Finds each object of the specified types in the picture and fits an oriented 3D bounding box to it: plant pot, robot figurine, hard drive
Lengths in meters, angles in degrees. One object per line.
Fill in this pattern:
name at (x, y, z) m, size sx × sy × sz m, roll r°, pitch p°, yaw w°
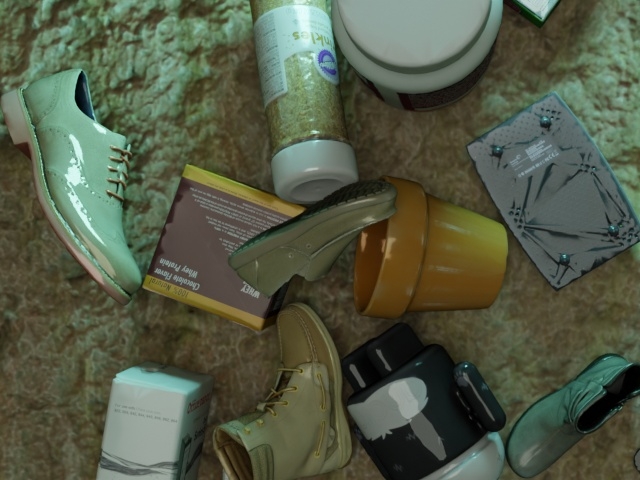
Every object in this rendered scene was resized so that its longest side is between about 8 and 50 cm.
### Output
plant pot at (0.162, 0.021, 1.707) m, size 0.188 × 0.205 × 0.205 m, roll 9°, pitch 92°, yaw -9°
robot figurine at (0.150, 0.261, 1.714) m, size 0.173 × 0.209 × 0.278 m, roll -32°, pitch 86°, yaw -11°
hard drive at (0.346, -0.072, 1.744) m, size 0.172 × 0.054 × 0.255 m, roll -32°, pitch 87°, yaw 6°

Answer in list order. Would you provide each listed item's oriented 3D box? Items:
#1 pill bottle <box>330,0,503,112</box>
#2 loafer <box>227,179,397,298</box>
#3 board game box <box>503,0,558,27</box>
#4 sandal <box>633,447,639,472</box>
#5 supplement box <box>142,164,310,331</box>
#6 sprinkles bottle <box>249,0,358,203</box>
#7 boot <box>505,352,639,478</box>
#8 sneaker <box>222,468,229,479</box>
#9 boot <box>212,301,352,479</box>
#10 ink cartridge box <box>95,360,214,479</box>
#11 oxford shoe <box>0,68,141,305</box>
pill bottle at (0.132, -0.302, 1.596) m, size 0.224 × 0.392 × 0.224 m, roll 0°, pitch 91°, yaw 6°
loafer at (0.000, 0.000, 1.626) m, size 0.268 × 0.102 × 0.092 m, roll -25°, pitch 102°, yaw 26°
board game box at (0.272, -0.506, 1.743) m, size 0.316 × 0.064 × 0.242 m, roll 37°, pitch 94°, yaw 5°
sandal at (0.535, 0.375, 1.732) m, size 0.179 × 0.040 × 0.067 m, roll 44°, pitch 95°, yaw 4°
supplement box at (-0.134, 0.011, 1.762) m, size 0.191 × 0.129 × 0.194 m, roll 20°, pitch 92°, yaw 6°
sprinkles bottle at (-0.031, -0.235, 1.701) m, size 0.121 × 0.121 × 0.355 m, roll -12°, pitch 70°, yaw 7°
boot at (0.362, 0.253, 1.691) m, size 0.246 × 0.161 × 0.083 m, roll -45°, pitch 85°, yaw 5°
sneaker at (-0.064, 0.407, 1.783) m, size 0.161 × 0.102 × 0.282 m, roll -7°, pitch 96°, yaw -1°
boot at (-0.067, 0.234, 1.723) m, size 0.095 × 0.203 × 0.262 m, roll -7°, pitch 95°, yaw 51°
ink cartridge box at (-0.251, 0.331, 1.743) m, size 0.114 × 0.198 × 0.273 m, roll 10°, pitch 92°, yaw 6°
oxford shoe at (-0.343, -0.092, 1.749) m, size 0.146 × 0.140 × 0.397 m, roll -29°, pitch 72°, yaw 0°
